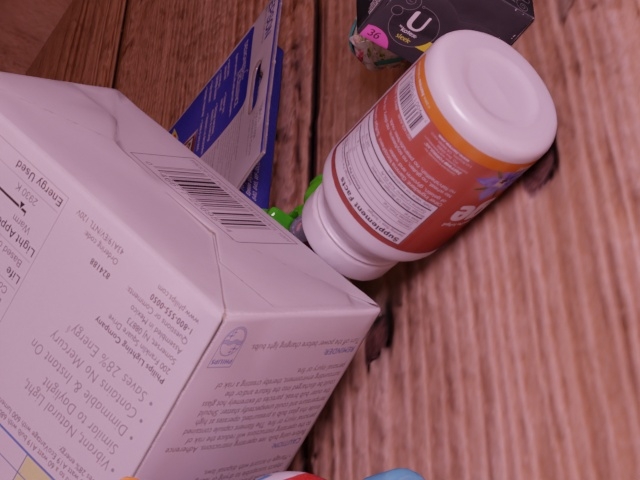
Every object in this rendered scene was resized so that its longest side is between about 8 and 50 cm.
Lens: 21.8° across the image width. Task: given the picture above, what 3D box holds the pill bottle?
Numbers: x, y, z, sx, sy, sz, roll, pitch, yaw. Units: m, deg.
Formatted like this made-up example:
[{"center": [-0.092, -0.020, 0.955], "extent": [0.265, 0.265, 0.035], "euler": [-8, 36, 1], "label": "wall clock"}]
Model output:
[{"center": [0.079, -0.060, 1.323], "extent": [0.216, 0.121, 0.121], "euler": [-44, 29, 43], "label": "pill bottle"}]

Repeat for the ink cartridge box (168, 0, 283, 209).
[{"center": [-0.107, -0.089, 1.873], "extent": [0.307, 0.072, 0.304], "euler": [-45, 27, 37], "label": "ink cartridge box"}]

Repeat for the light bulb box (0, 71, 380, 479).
[{"center": [-0.209, 0.104, 1.360], "extent": [0.358, 0.225, 0.361], "euler": [40, 110, 28], "label": "light bulb box"}]

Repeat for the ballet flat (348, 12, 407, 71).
[{"center": [0.101, -0.270, 1.593], "extent": [0.077, 0.091, 0.241], "euler": [11, 79, 37], "label": "ballet flat"}]

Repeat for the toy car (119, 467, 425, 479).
[{"center": [-0.072, 0.223, 1.127], "extent": [0.219, 0.238, 0.210], "euler": [-22, 43, 33], "label": "toy car"}]

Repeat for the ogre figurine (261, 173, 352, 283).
[{"center": [0.000, 0.000, 1.479], "extent": [0.118, 0.097, 0.197], "euler": [12, 85, 59], "label": "ogre figurine"}]

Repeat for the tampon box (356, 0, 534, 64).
[{"center": [0.106, -0.234, 1.453], "extent": [0.101, 0.120, 0.161], "euler": [-48, 26, 36], "label": "tampon box"}]
